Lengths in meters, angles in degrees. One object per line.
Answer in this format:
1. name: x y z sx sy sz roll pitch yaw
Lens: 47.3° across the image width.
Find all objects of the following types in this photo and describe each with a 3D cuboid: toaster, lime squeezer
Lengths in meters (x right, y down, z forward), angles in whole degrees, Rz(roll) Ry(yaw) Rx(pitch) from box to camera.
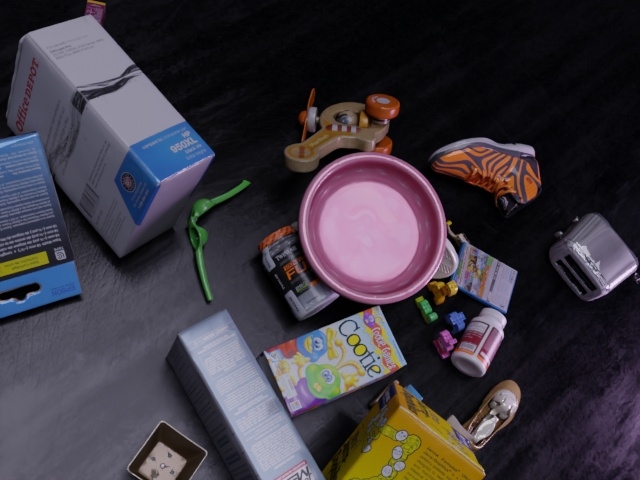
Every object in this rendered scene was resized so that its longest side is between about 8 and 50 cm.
1. toaster: 0.696 0.052 1.864 0.146 0.129 0.227 -34 84 -23
2. lime squeezer: -0.250 -0.021 1.629 0.110 0.058 0.311 36 55 -36

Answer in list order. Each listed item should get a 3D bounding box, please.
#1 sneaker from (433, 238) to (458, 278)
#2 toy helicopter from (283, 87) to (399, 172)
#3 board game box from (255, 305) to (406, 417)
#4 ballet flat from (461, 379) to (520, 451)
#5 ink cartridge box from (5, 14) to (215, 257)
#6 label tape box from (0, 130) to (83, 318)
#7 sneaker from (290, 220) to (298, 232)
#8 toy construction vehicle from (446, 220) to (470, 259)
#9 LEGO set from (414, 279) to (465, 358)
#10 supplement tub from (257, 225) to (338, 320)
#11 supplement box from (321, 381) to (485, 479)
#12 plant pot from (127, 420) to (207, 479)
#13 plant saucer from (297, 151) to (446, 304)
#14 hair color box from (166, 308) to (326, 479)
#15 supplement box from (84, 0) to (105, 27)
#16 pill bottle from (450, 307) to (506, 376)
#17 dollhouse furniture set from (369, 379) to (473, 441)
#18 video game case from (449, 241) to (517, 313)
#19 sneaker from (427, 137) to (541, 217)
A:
1. sneaker: 0.202 -0.060 1.754 0.350 0.131 0.148 43 34 -10
2. toy helicopter: 0.017 -0.258 1.748 0.234 0.140 0.355 26 40 22
3. board game box: 0.014 0.262 1.536 0.275 0.142 0.144 -19 75 -24
4. ballet flat: 0.392 0.397 1.644 0.080 0.073 0.232 47 62 4
5. ink cartridge box: -0.439 -0.210 1.491 0.395 0.285 0.166 48 48 5
6. label tape box: -0.636 -0.026 1.441 0.240 0.106 0.334 -17 106 -24
7. sneaker: 0.000 0.000 1.677 0.058 0.152 0.085 -34 124 -53
8. toy construction vehicle: 0.321 0.010 1.810 0.086 0.035 0.098 -38 92 -27
9. LEGO set: 0.282 0.147 1.702 0.087 0.093 0.227 -21 76 -25
10. supplement tub: -0.052 0.070 1.610 0.117 0.117 0.190 -29 79 -27
11. supplement box: 0.108 0.477 1.362 0.195 0.194 0.357 38 93 0
12. plant pot: -0.296 0.424 1.389 0.109 0.096 0.109 36 61 -2
13. plant saucer: 0.108 -0.023 1.587 0.332 0.084 0.332 3 78 -13
14. hair color box: -0.154 0.341 1.421 0.113 0.185 0.375 -26 78 -27
15. supplement box: -0.538 -0.518 1.733 0.043 0.055 0.083 8 65 -13
16. pill bottle: 0.373 0.235 1.699 0.086 0.086 0.152 38 62 0
17. dollhouse furniture set: 0.193 0.400 1.544 0.129 0.129 0.184 -40 86 -28
18. video game case: 0.401 0.092 1.793 0.166 0.015 0.119 28 67 -14
19. sneaker: 0.436 -0.156 1.865 0.321 0.124 0.180 -2 68 -19
